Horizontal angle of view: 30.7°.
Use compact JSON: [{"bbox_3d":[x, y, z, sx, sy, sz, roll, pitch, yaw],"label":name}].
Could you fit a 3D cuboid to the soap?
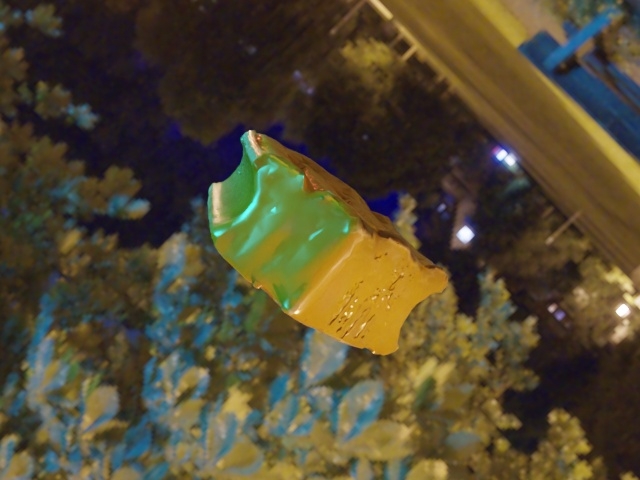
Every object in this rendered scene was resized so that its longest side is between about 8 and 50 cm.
[{"bbox_3d":[0.000,0.000,0.825,0.160,0.080,0.257,34,-174,-10],"label":"soap"}]
